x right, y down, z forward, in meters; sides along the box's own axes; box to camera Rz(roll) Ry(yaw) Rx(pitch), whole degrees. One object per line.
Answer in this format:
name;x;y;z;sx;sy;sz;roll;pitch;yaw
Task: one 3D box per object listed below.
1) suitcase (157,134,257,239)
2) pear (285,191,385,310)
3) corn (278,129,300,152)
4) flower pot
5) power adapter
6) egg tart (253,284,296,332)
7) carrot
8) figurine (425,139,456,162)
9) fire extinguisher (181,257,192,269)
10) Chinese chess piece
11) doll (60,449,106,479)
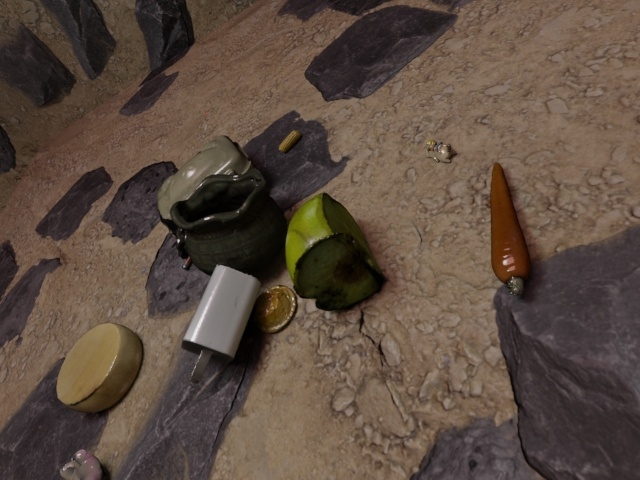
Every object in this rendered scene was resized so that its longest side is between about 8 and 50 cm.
suitcase;-0.385;-0.185;1.342;0.351;0.194;0.339;-40;38;2
pear;0.000;0.000;0.914;0.163;0.238;0.256;-35;47;16
corn;-0.105;-0.339;1.381;0.092;0.037;0.037;-48;45;-2
flower pot;-0.249;-0.046;1.090;0.301;0.213;0.302;-11;34;8
power adapter;-0.247;0.210;0.965;0.187;0.124;0.256;131;159;-61
egg tart;-0.121;0.163;1.007;0.128;0.049;0.129;-17;51;21
carrot;0.369;-0.036;0.817;0.069;0.069;0.336;-13;49;26
figurine;0.298;-0.231;1.019;0.083;0.051;0.047;22;66;42
fire extinguisher;-0.421;0.056;1.311;0.028;0.022;0.083;-25;38;60
Chinese chess piece;-0.635;0.365;1.171;0.250;0.097;0.251;-17;50;22
doll;-0.601;0.608;0.968;0.192;0.095;0.149;-46;39;-1
